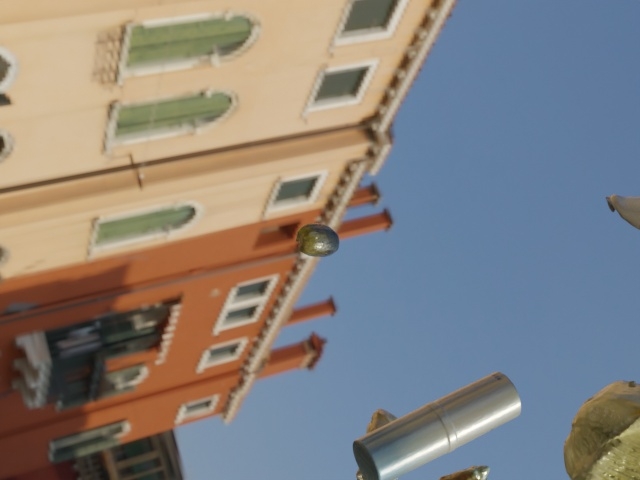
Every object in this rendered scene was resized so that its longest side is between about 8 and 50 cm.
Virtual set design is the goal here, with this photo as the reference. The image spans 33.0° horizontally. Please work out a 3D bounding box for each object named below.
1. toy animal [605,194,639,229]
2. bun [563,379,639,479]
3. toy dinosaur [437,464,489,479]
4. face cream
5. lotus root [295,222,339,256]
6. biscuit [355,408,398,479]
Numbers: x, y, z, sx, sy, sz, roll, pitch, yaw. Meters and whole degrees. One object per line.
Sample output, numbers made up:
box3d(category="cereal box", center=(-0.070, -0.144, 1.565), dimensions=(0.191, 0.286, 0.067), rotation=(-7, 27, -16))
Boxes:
box3d(category="toy animal", center=(0.528, 0.049, 1.488), dimensions=(0.208, 0.154, 0.325), rotation=(-15, -68, 48))
box3d(category="bun", center=(0.488, 0.321, 1.690), dimensions=(0.145, 0.229, 0.229), rotation=(-96, -177, -68))
box3d(category="toy dinosaur", center=(0.083, 0.350, 1.078), dimensions=(0.393, 0.205, 0.092), rotation=(-50, -130, 24))
box3d(category="face cream", center=(0.171, 0.274, 1.580), dimensions=(0.077, 0.250, 0.077), rotation=(52, -26, 39))
box3d(category="lotus root", center=(0.000, 0.000, 1.782), dimensions=(0.049, 0.099, 0.054), rotation=(-34, -115, 32))
box3d(category="biscuit", center=(0.107, 0.424, 2.025), dimensions=(0.179, 0.084, 0.281), rotation=(-74, 169, -53))
